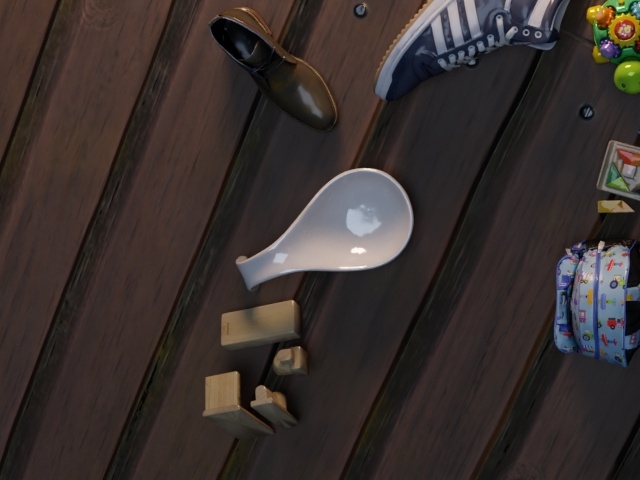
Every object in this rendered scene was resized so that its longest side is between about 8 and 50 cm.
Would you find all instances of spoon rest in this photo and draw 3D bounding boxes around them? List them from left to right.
[{"bbox_3d":[0.000,0.000,1.694,0.276,0.084,0.137,-27,91,20],"label":"spoon rest"}]

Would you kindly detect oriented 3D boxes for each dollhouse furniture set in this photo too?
[{"bbox_3d":[-0.078,0.190,1.781,0.144,0.123,0.151,-12,61,18],"label":"dollhouse furniture set"}]

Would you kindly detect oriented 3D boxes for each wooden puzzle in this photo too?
[{"bbox_3d":[0.401,-0.088,1.593,0.078,0.014,0.116,10,102,15],"label":"wooden puzzle"}]

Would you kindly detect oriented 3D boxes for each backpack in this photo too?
[{"bbox_3d":[0.355,0.081,1.551,0.116,0.173,0.158,3,101,17],"label":"backpack"}]

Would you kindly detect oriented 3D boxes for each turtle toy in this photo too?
[{"bbox_3d":[0.386,-0.249,1.541,0.095,0.066,0.130,-8,97,18],"label":"turtle toy"}]

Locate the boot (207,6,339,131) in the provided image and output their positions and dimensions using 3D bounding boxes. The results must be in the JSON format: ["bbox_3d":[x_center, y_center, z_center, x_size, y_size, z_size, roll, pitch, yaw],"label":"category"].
[{"bbox_3d":[-0.069,-0.227,1.664,0.219,0.106,0.082,46,109,5],"label":"boot"}]

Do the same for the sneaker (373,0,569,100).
[{"bbox_3d":[0.202,-0.257,1.580,0.153,0.099,0.282,43,105,8],"label":"sneaker"}]
